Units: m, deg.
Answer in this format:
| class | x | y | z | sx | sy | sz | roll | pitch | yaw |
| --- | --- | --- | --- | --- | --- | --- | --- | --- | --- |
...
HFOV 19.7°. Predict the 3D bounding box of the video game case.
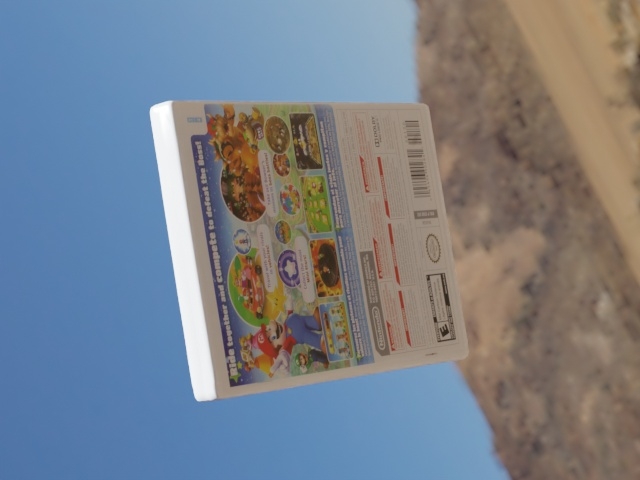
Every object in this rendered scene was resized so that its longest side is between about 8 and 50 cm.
| class | x | y | z | sx | sy | sz | roll | pitch | yaw |
| --- | --- | --- | --- | --- | --- | --- | --- | --- | --- |
| video game case | 0.000 | 0.000 | 0.572 | 0.122 | 0.011 | 0.087 | -4 | -96 | -50 |
